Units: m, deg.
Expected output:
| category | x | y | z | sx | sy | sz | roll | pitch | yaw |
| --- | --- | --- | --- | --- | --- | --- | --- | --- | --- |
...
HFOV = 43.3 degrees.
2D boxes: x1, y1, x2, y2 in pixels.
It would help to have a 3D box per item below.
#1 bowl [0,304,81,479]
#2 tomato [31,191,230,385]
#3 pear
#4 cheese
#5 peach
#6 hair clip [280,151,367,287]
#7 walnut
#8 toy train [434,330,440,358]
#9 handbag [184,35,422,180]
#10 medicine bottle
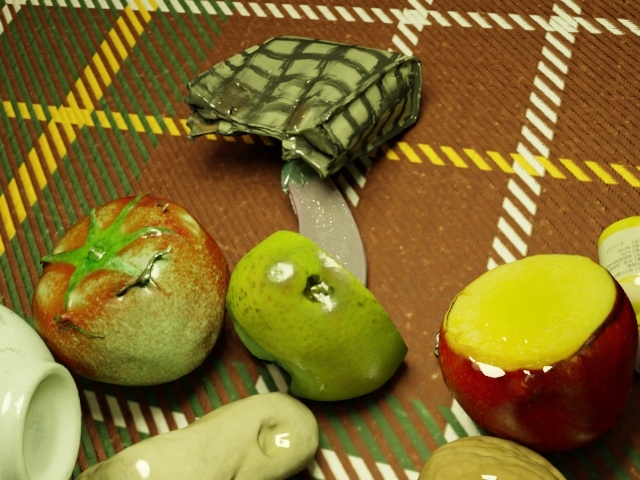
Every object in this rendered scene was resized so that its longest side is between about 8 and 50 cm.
| category | x | y | z | sx | sy | sz | roll | pitch | yaw |
| --- | --- | --- | --- | --- | --- | --- | --- | --- | --- |
| bowl | -0.443 | 0.253 | 1.060 | 0.196 | 0.435 | 0.434 | -1 | 54 | 8 |
| tomato | -0.276 | 0.085 | 1.238 | 0.303 | 0.239 | 0.303 | -18 | 43 | 18 |
| pear | -0.028 | 0.108 | 1.141 | 0.292 | 0.292 | 0.159 | 34 | 73 | 32 |
| cheese | -0.200 | 0.330 | 1.105 | 0.328 | 0.351 | 0.129 | -35 | 75 | 35 |
| peach | 0.285 | 0.156 | 1.043 | 0.249 | 0.245 | 0.275 | -30 | 3 | 41 |
| hair clip | 0.002 | -0.001 | 1.345 | 0.110 | 0.095 | 0.358 | 8 | 51 | -27 |
| walnut | 0.209 | 0.344 | 0.944 | 0.228 | 0.228 | 0.228 | -7 | 53 | 10 |
| toy train | 0.216 | 0.146 | 1.202 | 0.064 | 0.044 | 0.103 | 38 | 70 | 22 |
| handbag | -0.031 | -0.246 | 1.417 | 0.325 | 0.162 | 0.327 | 15 | 35 | 26 |
| medicine bottle | 0.462 | 0.080 | 1.133 | 0.122 | 0.122 | 0.212 | -3 | 54 | 13 |
